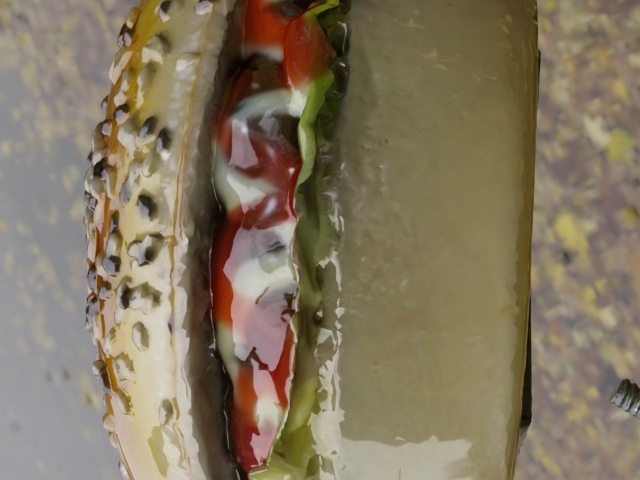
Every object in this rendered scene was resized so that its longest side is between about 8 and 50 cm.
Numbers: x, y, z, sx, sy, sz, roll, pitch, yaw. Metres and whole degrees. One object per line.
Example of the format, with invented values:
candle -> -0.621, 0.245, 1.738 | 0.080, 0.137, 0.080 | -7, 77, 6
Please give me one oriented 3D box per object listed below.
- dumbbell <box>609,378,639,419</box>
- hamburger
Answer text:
dumbbell -> 0.291, 0.158, 1.063 | 0.254, 0.110, 0.110 | 30, 149, 2
hamburger -> 0.000, 0.000, 0.710 | 0.300, 0.176, 0.300 | 1, -90, -85
